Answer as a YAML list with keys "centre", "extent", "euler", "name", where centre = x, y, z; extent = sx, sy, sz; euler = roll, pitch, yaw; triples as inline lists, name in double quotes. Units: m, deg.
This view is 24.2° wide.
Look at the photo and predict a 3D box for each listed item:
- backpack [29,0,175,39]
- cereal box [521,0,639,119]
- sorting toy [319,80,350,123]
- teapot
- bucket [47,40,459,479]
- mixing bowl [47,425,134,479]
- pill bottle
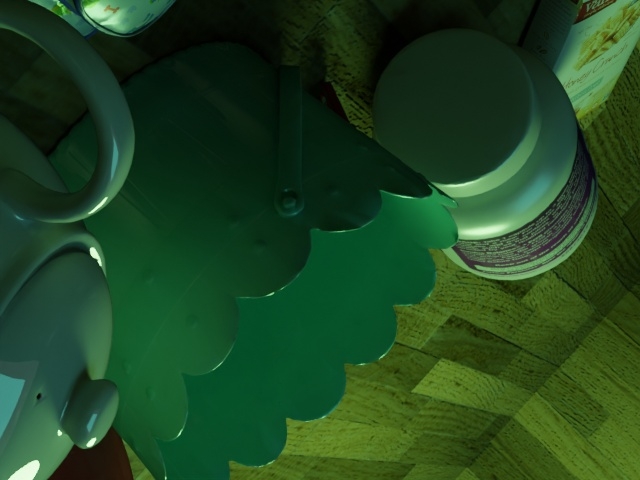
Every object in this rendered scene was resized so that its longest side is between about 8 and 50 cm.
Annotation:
- centre: [-0.112, -0.148, 0.722]
  extent: [0.114, 0.084, 0.105]
  euler: [-46, 159, 6]
  name: "backpack"
- centre: [0.255, -0.196, 1.437]
  extent: [0.173, 0.047, 0.240]
  euler: [-33, 157, -33]
  name: "cereal box"
- centre: [0.000, 0.000, 1.192]
  extent: [0.046, 0.132, 0.274]
  euler: [-14, 148, -14]
  name: "sorting toy"
- centre: [-0.182, 0.043, 0.709]
  extent: [0.256, 0.187, 0.252]
  euler: [79, 33, -67]
  name: "teapot"
- centre: [-0.062, 0.015, 0.997]
  extent: [0.281, 0.183, 0.281]
  euler: [-40, 160, -17]
  name: "bucket"
- centre: [-0.207, 0.143, 1.009]
  extent: [0.181, 0.181, 0.098]
  euler: [-22, 128, -50]
  name: "mixing bowl"
- centre: [0.138, -0.072, 1.259]
  extent: [0.169, 0.169, 0.301]
  euler: [-47, 161, 2]
  name: "pill bottle"
